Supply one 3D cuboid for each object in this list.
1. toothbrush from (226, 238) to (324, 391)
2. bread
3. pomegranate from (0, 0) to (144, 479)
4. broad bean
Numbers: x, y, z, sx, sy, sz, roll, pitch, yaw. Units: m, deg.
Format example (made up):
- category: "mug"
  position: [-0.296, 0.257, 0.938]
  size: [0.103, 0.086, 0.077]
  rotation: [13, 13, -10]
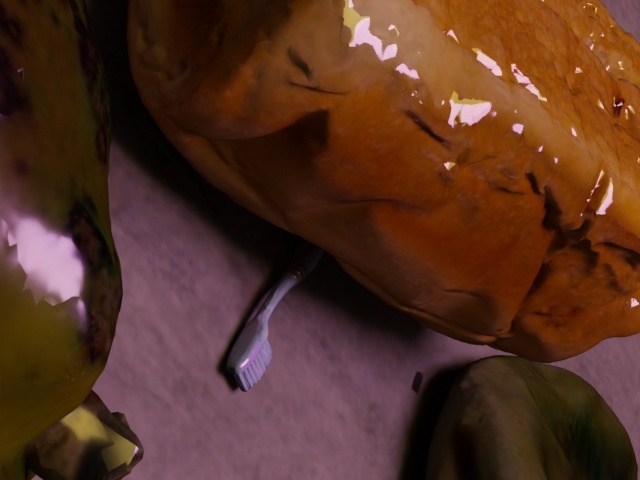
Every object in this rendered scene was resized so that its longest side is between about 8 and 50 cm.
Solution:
- category: "toothbrush"
  position: [0.000, 0.000, 0.807]
  size: [0.019, 0.013, 0.193]
  rotation: [66, 35, -30]
- category: "bread"
  position: [0.047, -0.060, 0.770]
  size: [0.294, 0.132, 0.166]
  rotation: [29, 52, -41]
- category: "pomegranate"
  position: [-0.173, -0.016, 0.387]
  size: [0.276, 0.204, 0.222]
  rotation: [42, 63, -38]
- category: "broad bean"
  position: [0.107, 0.131, 0.891]
  size: [0.207, 0.072, 0.153]
  rotation: [-41, 117, -66]
